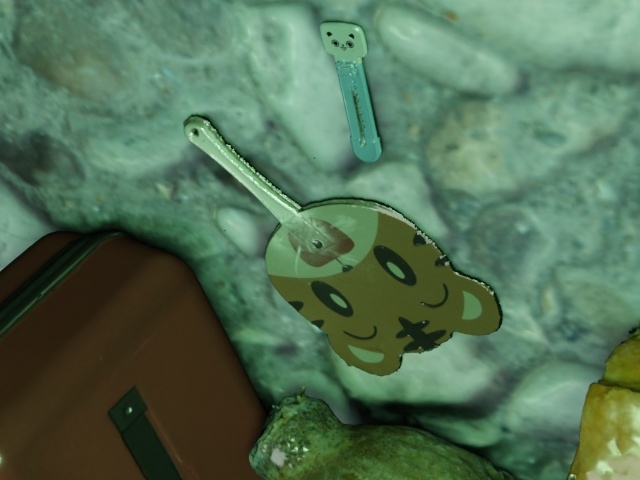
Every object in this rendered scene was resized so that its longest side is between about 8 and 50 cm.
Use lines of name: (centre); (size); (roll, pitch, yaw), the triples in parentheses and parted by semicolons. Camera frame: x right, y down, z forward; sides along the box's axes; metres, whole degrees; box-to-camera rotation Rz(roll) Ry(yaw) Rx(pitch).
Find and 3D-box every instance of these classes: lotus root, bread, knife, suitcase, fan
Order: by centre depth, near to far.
knife: (0.019, -0.081, 0.767); (0.027, 0.010, 0.096); (9, 135, 26)
bread: (0.231, 0.166, 0.792); (0.134, 0.129, 0.260); (8, 136, 25)
fan: (0.000, 0.000, 0.864); (0.227, 0.008, 0.152); (43, 140, -14)
lotus root: (0.090, 0.239, 0.933); (0.349, 0.175, 0.175); (42, 140, -12)
suitcase: (-0.151, 0.159, 0.955); (0.161, 0.236, 0.297); (11, 137, 40)
